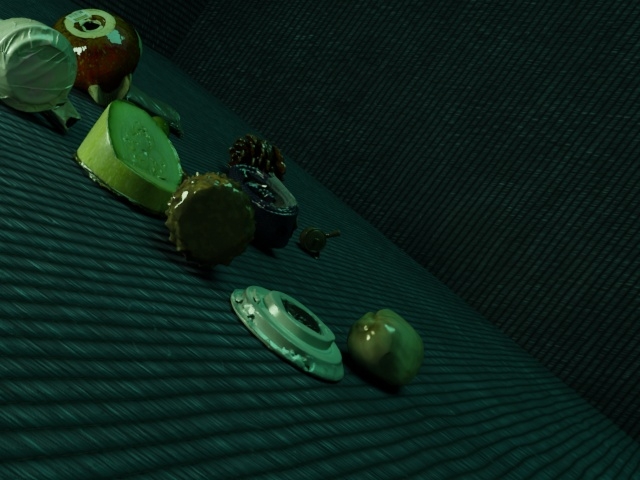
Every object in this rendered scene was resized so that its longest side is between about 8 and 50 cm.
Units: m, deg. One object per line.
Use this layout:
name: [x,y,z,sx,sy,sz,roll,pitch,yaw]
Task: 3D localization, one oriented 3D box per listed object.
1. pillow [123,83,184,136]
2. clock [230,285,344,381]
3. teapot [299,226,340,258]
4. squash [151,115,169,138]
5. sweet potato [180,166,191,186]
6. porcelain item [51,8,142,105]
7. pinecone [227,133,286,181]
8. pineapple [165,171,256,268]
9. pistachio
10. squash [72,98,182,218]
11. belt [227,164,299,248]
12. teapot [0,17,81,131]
pillow: [-0.508,-0.399,2.385,0.255,0.059,0.169,29,15,-47]
clock: [-0.045,0.144,1.362,0.236,0.053,0.236,35,8,-6]
teapot: [0.000,0.000,2.174,0.080,0.110,0.085,-157,-127,-67]
squash: [-0.414,-0.269,2.037,0.066,0.066,0.201,33,10,-21]
sweet potato: [-0.332,-0.150,1.768,0.202,0.055,0.058,36,8,1]
porcelain item: [-0.581,-0.465,2.079,0.253,0.253,0.253,36,9,-6]
pinecone: [-0.195,-0.238,2.455,0.195,0.150,0.179,27,13,-45]
pineapple: [-0.208,-0.051,1.482,0.169,0.169,0.340,35,1,-15]
pistachio: [0.123,0.207,1.522,0.200,0.117,0.145,37,43,-58]
squash: [-0.338,-0.144,1.513,0.220,0.133,0.220,41,10,-9]
belt: [-0.146,-0.073,1.883,0.140,0.126,0.230,-3,35,-39]
teapot: [-0.549,-0.334,1.541,0.178,0.163,0.221,35,6,41]
